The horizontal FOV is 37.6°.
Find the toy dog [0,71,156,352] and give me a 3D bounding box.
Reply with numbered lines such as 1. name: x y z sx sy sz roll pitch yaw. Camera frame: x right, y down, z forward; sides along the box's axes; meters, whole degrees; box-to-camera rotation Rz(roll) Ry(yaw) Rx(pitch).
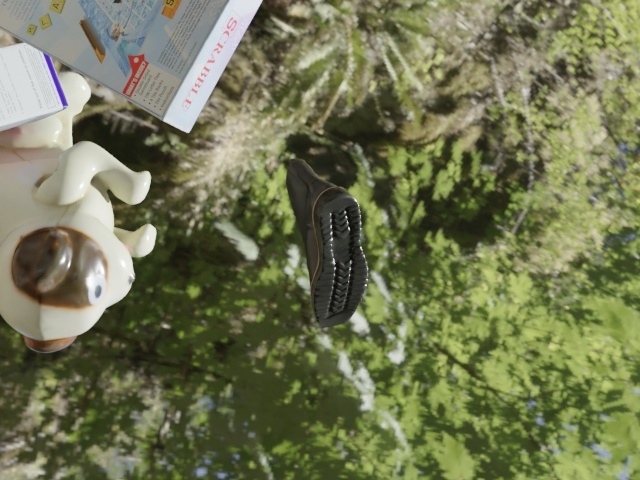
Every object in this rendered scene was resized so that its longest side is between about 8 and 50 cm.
1. toy dog: -0.447 -0.031 1.485 0.408 0.396 0.284 54 -40 33

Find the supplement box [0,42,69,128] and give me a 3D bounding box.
1. supplement box: -0.501 -0.207 1.365 0.111 0.220 0.113 -9 -76 44

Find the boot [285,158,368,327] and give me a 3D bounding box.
1. boot: 0.000 0.000 1.224 0.137 0.077 0.197 -133 -139 -52

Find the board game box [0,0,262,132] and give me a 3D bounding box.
1. board game box: -0.200 -0.326 1.018 0.318 0.066 0.318 31 -88 19
